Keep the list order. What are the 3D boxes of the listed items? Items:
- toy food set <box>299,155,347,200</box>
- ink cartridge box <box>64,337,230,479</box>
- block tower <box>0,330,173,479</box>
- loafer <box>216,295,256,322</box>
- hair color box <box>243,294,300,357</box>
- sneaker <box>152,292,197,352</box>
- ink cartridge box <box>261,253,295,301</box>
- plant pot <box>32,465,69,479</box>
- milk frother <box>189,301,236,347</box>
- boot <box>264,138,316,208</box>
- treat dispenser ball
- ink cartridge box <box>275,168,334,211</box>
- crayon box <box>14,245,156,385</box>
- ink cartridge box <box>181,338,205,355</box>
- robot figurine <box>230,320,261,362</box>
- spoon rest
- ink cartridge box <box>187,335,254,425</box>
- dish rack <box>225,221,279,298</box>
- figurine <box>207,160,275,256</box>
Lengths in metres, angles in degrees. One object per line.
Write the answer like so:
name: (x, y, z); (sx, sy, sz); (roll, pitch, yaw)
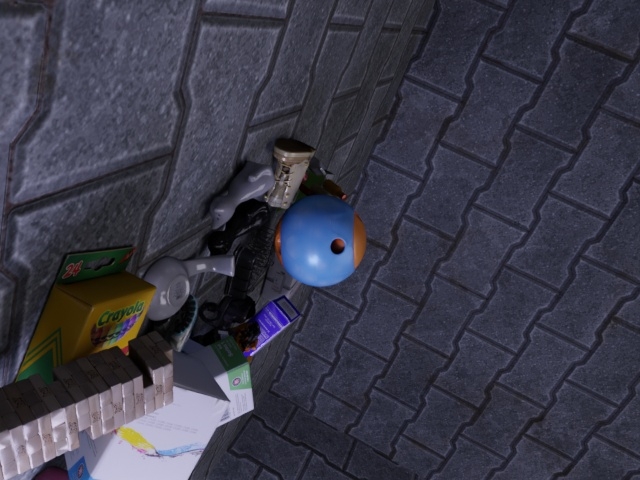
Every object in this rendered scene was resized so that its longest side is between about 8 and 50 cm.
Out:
toy food set: (-0.011, -0.193, 1.771); (0.111, 0.104, 0.232); (-47, 143, -3)
ink cartridge box: (-0.358, 0.374, 1.098); (0.198, 0.197, 0.270); (28, -91, 55)
block tower: (-0.374, 0.244, 0.789); (0.335, 0.091, 0.097); (-19, 127, -40)
loafer: (-0.271, 0.251, 1.857); (0.109, 0.095, 0.302); (-64, 171, -2)
hair color box: (-0.242, 0.344, 1.896); (0.339, 0.110, 0.185); (-43, 174, 7)
sneaker: (-0.368, 0.259, 1.280); (0.283, 0.110, 0.122); (-61, 175, -11)
ink cartridge box: (-0.126, 0.103, 2.202); (0.207, 0.117, 0.283); (-53, 167, -49)
plant pot: (-0.512, 0.565, 1.090); (0.201, 0.180, 0.201); (-61, 172, -16)
milk frother: (-0.337, 0.275, 1.579); (0.134, 0.129, 0.143); (-29, -137, 30)
boot: (-0.104, -0.189, 1.557); (0.204, 0.095, 0.262); (-64, 176, 14)
treat dispenser ball: (0.000, 0.000, 1.678); (0.288, 0.288, 0.288); (-61, 171, -16)
ink cartridge box: (-0.052, -0.169, 1.896); (0.189, 0.097, 0.255); (-65, 172, 11)
crayon box: (-0.399, 0.171, 0.918); (0.319, 0.081, 0.202); (-65, 171, 9)
ink cartridge box: (-0.386, 0.359, 1.478); (0.180, 0.104, 0.060); (-66, 174, 23)
robot figurine: (-0.289, 0.365, 1.679); (0.211, 0.085, 0.291); (-22, -161, 24)
spoon rest: (-0.307, 0.089, 1.214); (0.276, 0.084, 0.137); (-25, 121, -59)
ink cartridge box: (-0.324, 0.399, 1.382); (0.278, 0.117, 0.201); (-21, 133, -25)
dish rack: (-0.204, 0.051, 1.755); (0.271, 0.074, 0.208); (-55, 170, -50)
figurine: (-0.209, -0.069, 1.331); (0.209, 0.092, 0.215); (-51, 165, -38)
